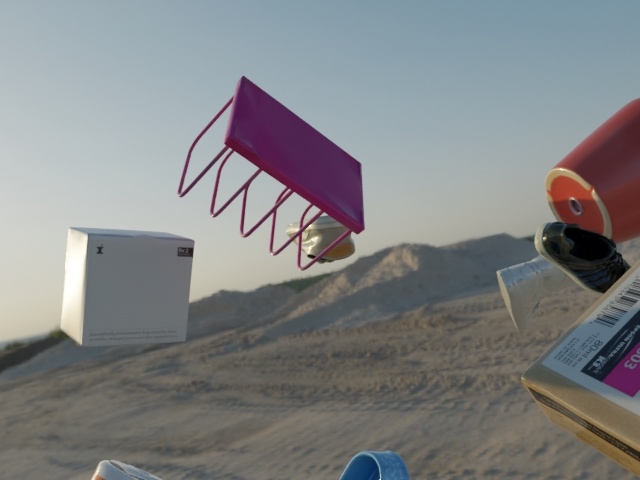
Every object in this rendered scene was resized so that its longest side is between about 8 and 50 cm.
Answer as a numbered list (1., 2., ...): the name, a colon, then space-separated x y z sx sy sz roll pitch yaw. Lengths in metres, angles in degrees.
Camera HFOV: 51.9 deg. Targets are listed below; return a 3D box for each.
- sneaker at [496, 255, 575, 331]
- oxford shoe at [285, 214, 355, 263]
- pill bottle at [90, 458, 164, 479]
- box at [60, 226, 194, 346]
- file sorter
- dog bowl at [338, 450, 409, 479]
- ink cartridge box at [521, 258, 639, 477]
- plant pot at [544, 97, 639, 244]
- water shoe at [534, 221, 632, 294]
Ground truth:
1. sneaker: 0.498 0.114 1.485 0.169 0.108 0.292 -24 -27 7
2. oxford shoe: 0.000 0.000 1.845 0.169 0.130 0.449 -10 1 -10
3. pill bottle: -0.455 0.689 1.382 0.224 0.392 0.224 23 -17 8
4. box: -0.323 0.074 1.103 0.181 0.181 0.119 4 4 -36
5. file sorter: -0.088 -0.107 1.203 0.291 0.202 0.182 33 -56 -25
6. dog bowl: 0.089 0.623 1.533 0.074 0.297 0.166 26 5 -31
7. ink cartridge box: 0.364 0.125 0.691 0.235 0.088 0.193 -42 19 -10
8. plant pot: 0.624 -0.121 1.362 0.243 0.274 0.275 -29 0 -8
9. water shoe: 0.418 0.032 0.998 0.203 0.072 0.080 22 -12 -22
